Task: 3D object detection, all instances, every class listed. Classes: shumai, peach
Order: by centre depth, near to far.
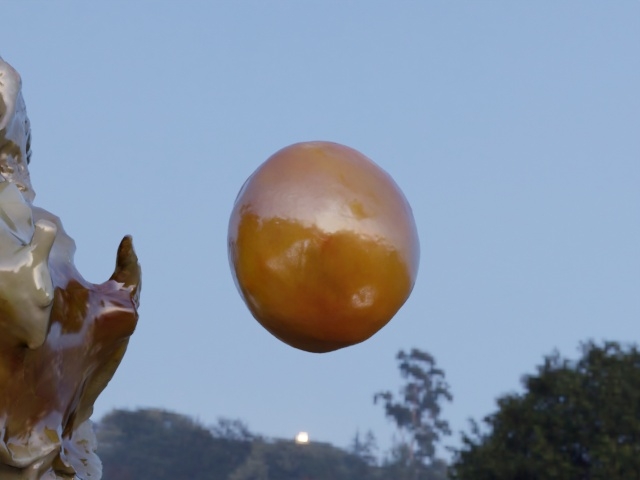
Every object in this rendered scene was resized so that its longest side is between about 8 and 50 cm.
[{"bbox_3d":[-0.243,0.056,0.547,0.314,0.262,0.267,-27,-20,-37],"label":"shumai"},{"bbox_3d":[0.000,0.000,0.654,0.138,0.138,0.138,5,-21,2],"label":"peach"}]
